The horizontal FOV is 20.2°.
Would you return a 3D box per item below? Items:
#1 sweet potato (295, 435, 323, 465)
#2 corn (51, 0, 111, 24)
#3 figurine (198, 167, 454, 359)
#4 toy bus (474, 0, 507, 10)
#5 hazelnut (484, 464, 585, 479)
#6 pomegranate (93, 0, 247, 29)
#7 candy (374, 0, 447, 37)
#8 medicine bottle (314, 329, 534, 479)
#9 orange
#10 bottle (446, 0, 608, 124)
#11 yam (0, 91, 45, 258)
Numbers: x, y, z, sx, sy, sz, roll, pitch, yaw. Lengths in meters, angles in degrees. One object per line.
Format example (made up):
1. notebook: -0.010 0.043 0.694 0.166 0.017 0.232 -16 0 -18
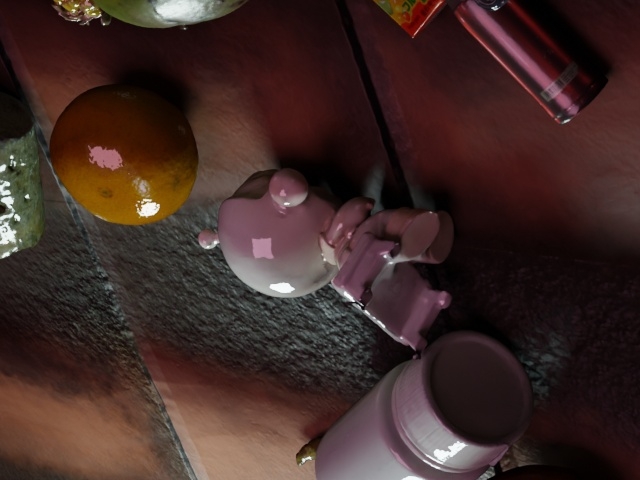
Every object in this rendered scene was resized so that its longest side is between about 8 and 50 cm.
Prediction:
1. sweet potato: 0.021 0.241 2.015 0.153 0.038 0.041 0 102 45
2. corn: -0.247 -0.349 1.649 0.106 0.106 0.305 2 122 42
3. figurine: -0.001 0.011 1.745 0.256 0.182 0.145 18 94 39
4. toy bus: 0.178 -0.246 1.358 0.199 0.096 0.108 0 121 46
5. hazelnut: 0.201 0.318 1.790 0.214 0.176 0.214 2 145 1
6. pomegranate: -0.140 -0.282 1.568 0.210 0.179 0.179 59 145 13
7. candy: 0.059 -0.236 1.522 0.122 0.038 0.062 43 143 1
8. medicine bottle: 0.101 0.196 1.809 0.144 0.144 0.252 42 145 3
9. orange: -0.197 -0.091 1.831 0.156 0.124 0.156 14 142 11
10. bottle: 0.161 -0.172 1.475 0.164 0.060 0.060 46 143 -3
11. yam: -0.367 -0.079 2.011 0.107 0.107 0.194 27 139 21
